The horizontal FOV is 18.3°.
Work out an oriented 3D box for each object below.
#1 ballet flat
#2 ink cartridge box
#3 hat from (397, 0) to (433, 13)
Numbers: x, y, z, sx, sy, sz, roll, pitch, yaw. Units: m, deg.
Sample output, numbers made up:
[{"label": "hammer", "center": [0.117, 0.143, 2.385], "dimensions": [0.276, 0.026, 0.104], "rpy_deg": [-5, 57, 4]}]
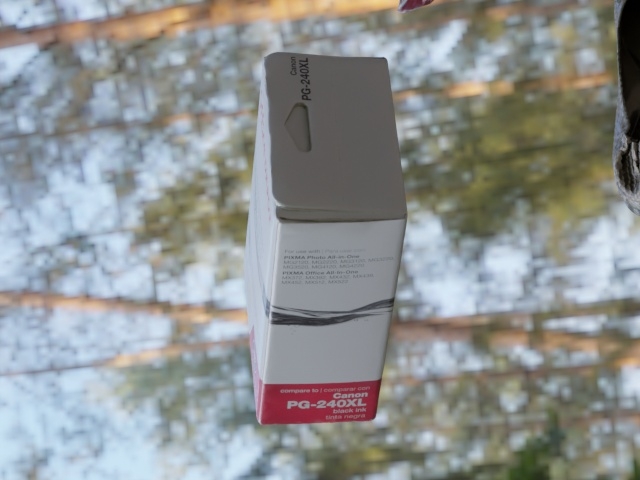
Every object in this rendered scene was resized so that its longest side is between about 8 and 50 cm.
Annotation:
[{"label": "ballet flat", "center": [0.257, -0.133, 1.512], "dimensions": [0.058, 0.084, 0.250], "rpy_deg": [58, -144, -52]}, {"label": "ink cartridge box", "center": [0.000, 0.000, 0.950], "dimensions": [0.150, 0.063, 0.109], "rpy_deg": [98, 170, -47]}, {"label": "hat", "center": [0.107, -0.163, 0.376], "dimensions": [0.208, 0.183, 0.173], "rpy_deg": [-103, 26, -43]}]
